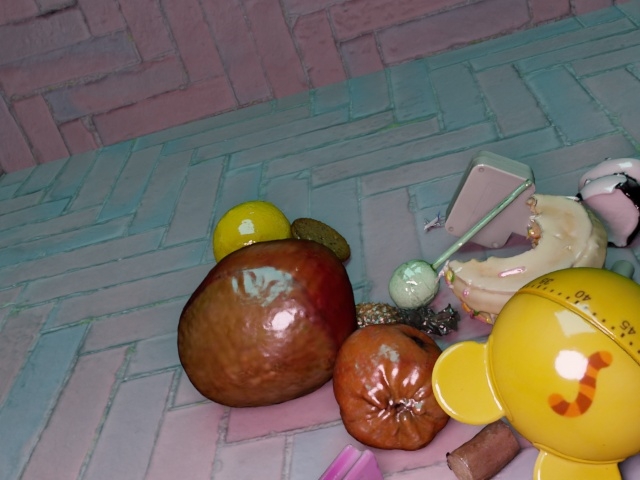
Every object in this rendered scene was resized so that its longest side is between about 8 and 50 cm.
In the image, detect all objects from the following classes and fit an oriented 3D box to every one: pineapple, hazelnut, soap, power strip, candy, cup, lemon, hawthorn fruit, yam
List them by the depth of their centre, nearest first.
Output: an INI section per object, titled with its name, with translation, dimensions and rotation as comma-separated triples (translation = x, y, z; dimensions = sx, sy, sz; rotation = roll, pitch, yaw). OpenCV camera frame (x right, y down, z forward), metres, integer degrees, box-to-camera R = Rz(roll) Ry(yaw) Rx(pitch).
[soap]
translation = 0.030, 0.473, 1.447
dimensions = 0.065, 0.122, 0.203
rotation = 8, 39, 41
[yam]
translation = 0.298, 0.387, 1.484
dimensions = 0.127, 0.084, 0.084
rotation = -31, 31, -20
[hawthorn fruit]
translation = 0.141, 0.285, 1.602
dimensions = 0.258, 0.258, 0.262
rotation = -26, -7, -13
[hazelnut]
translation = -0.112, 0.175, 1.819
dimensions = 0.421, 0.353, 0.421
rotation = -52, 12, 15
[cup]
translation = 0.664, 0.091, 1.835
dimensions = 0.054, 0.075, 0.083
rotation = 35, 45, 11
[pineapple]
translation = 0.194, 0.186, 1.878
dimensions = 0.251, 0.125, 0.125
rotation = -7, 30, 12
[candy]
translation = 0.341, 0.003, 1.978
dimensions = 0.440, 0.119, 0.119
rotation = -43, 30, 0
[power strip]
translation = 0.469, -0.073, 2.064
dimensions = 0.261, 0.229, 0.141
rotation = 19, 36, -3
[lemon]
translation = -0.188, 0.003, 2.297
dimensions = 0.233, 0.233, 0.288
rotation = -13, 20, 11

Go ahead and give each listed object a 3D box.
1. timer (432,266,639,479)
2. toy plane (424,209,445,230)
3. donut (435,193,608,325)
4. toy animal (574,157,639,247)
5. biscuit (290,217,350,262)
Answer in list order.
[timer]
translation = 0.428, 0.243, 1.418
dimensions = 0.387, 0.376, 0.376
rotation = -45, 35, -11
[toy plane]
translation = 0.317, -0.051, 2.304
dimensions = 0.078, 0.024, 0.084
rotation = 12, 47, 43
[donut]
translation = 0.484, 0.059, 1.845
dimensions = 0.371, 0.150, 0.307
rotation = -37, 37, -15
[toy animal]
translation = 0.728, -0.113, 2.019
dimensions = 0.187, 0.165, 0.235
rotation = -17, 25, 41
[biscuit]
translation = -0.001, 0.001, 2.284
dimensions = 0.188, 0.027, 0.188
rotation = 25, 27, -14
